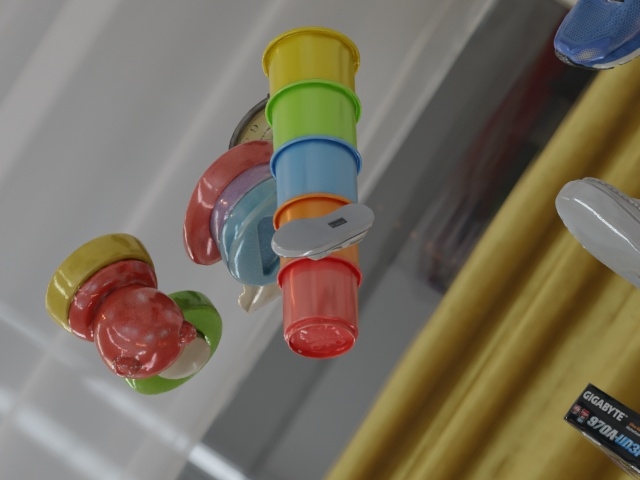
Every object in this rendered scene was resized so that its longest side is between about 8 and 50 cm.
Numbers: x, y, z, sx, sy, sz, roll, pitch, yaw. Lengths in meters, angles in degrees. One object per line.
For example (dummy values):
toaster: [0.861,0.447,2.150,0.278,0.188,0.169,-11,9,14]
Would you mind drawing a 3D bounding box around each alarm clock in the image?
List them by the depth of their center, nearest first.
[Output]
alarm clock: [-0.034,-0.110,1.870,0.064,0.129,0.192,44,168,-37]

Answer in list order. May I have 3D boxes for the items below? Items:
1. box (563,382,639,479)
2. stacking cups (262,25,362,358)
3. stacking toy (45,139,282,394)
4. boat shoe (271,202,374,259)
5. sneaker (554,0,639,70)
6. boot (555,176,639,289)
box: [0.364,0.245,1.560,0.220,0.051,0.175,40,177,-35]
stacking cups: [-0.007,-0.048,1.385,0.096,0.096,0.316,32,-138,-36]
stacking toy: [-0.104,0.066,1.641,0.130,0.309,0.279,45,165,33]
boat shoe: [0.000,0.000,1.238,0.100,0.035,0.035,-23,-126,-40]
sneaker: [0.392,-0.359,1.921,0.130,0.330,0.147,37,180,45]
boot: [0.342,-0.016,1.523,0.258,0.123,0.095,38,167,-30]
